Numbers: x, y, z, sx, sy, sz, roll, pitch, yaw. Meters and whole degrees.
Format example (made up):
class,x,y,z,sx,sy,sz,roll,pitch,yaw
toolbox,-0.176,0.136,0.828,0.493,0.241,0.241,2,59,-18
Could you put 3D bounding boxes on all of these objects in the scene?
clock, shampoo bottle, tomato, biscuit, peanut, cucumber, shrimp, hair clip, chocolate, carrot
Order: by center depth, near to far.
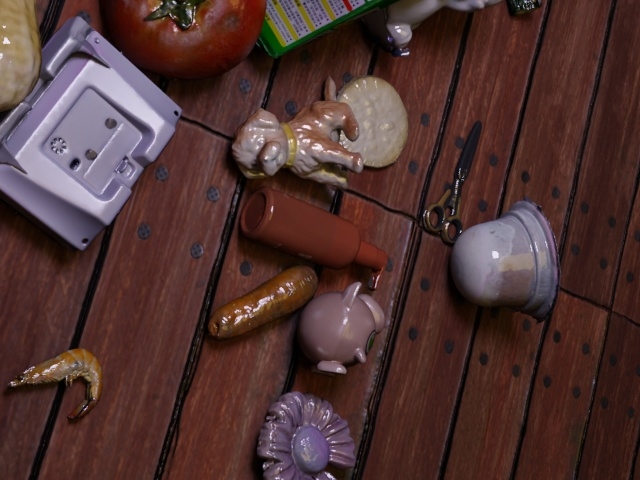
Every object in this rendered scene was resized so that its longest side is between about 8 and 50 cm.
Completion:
class,x,y,z,sx,sy,sz,roll,pitch,yaw
peanut,-0.386,-0.242,1.117,0.129,0.129,0.224,11,65,-35
clock,-0.302,-0.134,1.217,0.186,0.083,0.253,42,67,-28
shrimp,-0.332,0.185,1.228,0.127,0.025,0.091,-6,94,-38
tomato,-0.176,-0.309,1.255,0.225,0.085,0.225,-3,109,-8
carrot,-0.079,0.092,1.387,0.186,0.060,0.060,-30,106,-30
hair clip,-0.059,0.354,1.390,0.173,0.069,0.300,50,63,-24
shampoo bottle,0.000,-0.002,1.428,0.244,0.085,0.085,24,76,-32
biscuit,0.080,-0.186,1.523,0.152,0.020,0.152,0,90,-35
chocolate,0.286,0.040,1.597,0.147,0.221,0.221,-7,94,-7
cucumber,0.334,-0.482,1.683,0.058,0.058,0.187,-29,105,-32

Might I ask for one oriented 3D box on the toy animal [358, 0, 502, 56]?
class,x,y,z,sx,sy,sz,roll,pitch,yaw
toy animal,0.194,-0.431,1.488,0.310,0.247,0.183,-34,126,-15

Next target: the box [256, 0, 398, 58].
class,x,y,z,sx,sy,sz,roll,pitch,yaw
box,-0.003,-0.371,1.330,0.180,0.250,0.103,58,26,-20

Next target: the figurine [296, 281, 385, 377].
class,x,y,z,sx,sy,sz,roll,pitch,yaw
figurine,0.027,0.131,1.420,0.125,0.125,0.138,28,71,-32

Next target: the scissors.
class,x,y,z,sx,sy,sz,roll,pitch,yaw
scissors,0.233,-0.104,1.633,0.088,0.017,0.220,31,72,-30

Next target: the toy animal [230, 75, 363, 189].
class,x,y,z,sx,sy,sz,roll,pitch,yaw
toy animal,-0.047,-0.164,1.408,0.185,0.104,0.184,-3,62,-18
